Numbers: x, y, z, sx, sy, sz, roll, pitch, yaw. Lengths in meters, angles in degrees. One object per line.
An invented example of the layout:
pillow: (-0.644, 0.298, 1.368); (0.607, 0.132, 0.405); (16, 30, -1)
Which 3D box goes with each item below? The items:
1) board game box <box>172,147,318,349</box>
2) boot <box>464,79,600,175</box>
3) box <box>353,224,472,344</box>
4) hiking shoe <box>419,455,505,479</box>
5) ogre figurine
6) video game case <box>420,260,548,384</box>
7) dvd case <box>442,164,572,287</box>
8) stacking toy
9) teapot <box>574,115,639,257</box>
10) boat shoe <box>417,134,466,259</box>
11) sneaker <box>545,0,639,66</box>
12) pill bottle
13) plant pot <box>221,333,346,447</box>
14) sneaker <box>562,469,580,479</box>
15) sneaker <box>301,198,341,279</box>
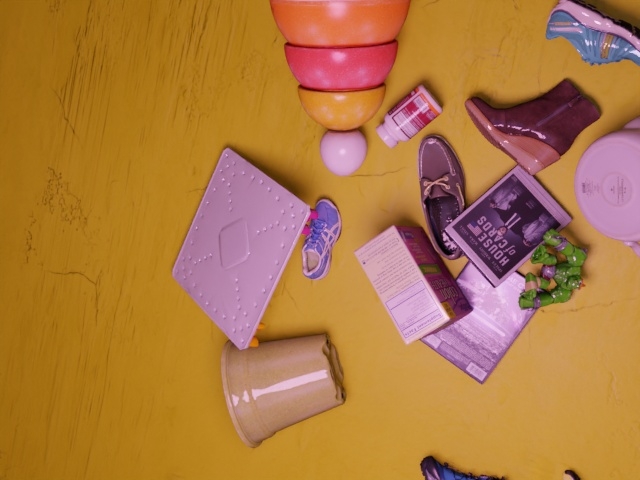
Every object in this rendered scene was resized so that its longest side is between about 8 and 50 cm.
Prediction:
board game box: (-0.202, 0.013, 1.791); (0.390, 0.050, 0.390); (37, 107, 43)
boot: (0.478, -0.291, 1.616); (0.207, 0.090, 0.248); (-44, 75, 3)
box: (0.218, 0.096, 1.635); (0.117, 0.213, 0.243); (-34, 75, 21)
hiking shoe: (0.382, 0.602, 1.704); (0.304, 0.113, 0.132); (37, 94, 5)
ogre figurine: (0.526, 0.072, 1.585); (0.118, 0.097, 0.197); (6, 97, -13)
video game case: (0.385, 0.180, 1.701); (0.196, 0.026, 0.274); (35, 104, 14)
dvd case: (0.426, -0.035, 1.616); (0.238, 0.029, 0.179); (-40, 84, -7)
stacking toy: (0.049, -0.388, 1.675); (0.350, 0.350, 0.480); (8, 116, 19)
teapot: (0.681, -0.120, 1.493); (0.253, 0.187, 0.256); (57, 144, 27)
boat shoe: (0.290, -0.103, 1.675); (0.109, 0.091, 0.305); (-12, 90, 19)
sneaker: (0.623, -0.430, 1.544); (0.275, 0.107, 0.110); (35, 124, 18)
pill bottle: (0.209, -0.293, 1.692); (0.152, 0.086, 0.086); (-39, 82, 18)
plant pot: (-0.078, 0.351, 1.773); (0.253, 0.276, 0.276); (-16, 89, 8)
sneaker: (0.572, 0.636, 1.642); (0.094, 0.081, 0.209); (-7, 92, 22)
sneaker: (0.000, 0.000, 1.791); (0.080, 0.081, 0.211); (9, 96, 20)
